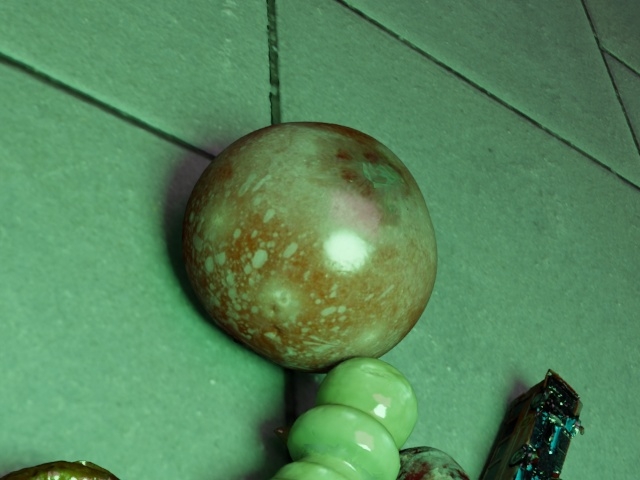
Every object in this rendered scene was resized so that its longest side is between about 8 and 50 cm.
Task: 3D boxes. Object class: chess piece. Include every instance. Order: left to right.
[{"bbox_3d":[0.013,0.205,0.846,0.133,0.133,0.243,42,48,-10],"label":"chess piece"}]

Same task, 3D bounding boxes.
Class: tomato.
[{"bbox_3d":[0.000,0.000,0.976,0.270,0.227,0.270,25,43,-26],"label":"tomato"}]

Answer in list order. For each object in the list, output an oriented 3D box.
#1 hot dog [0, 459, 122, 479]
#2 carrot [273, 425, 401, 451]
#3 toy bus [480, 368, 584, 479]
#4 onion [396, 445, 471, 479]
[{"bbox_3d":[-0.167,0.274,0.646,0.175,0.114,0.259,-4,61,-47],"label":"hot dog"},{"bbox_3d":[0.040,0.230,0.955,0.205,0.072,0.072,26,41,-17],"label":"carrot"},{"bbox_3d":[0.244,0.251,1.114,0.073,0.096,0.235,46,36,-3],"label":"toy bus"},{"bbox_3d":[0.116,0.294,0.880,0.151,0.098,0.206,-4,77,-20],"label":"onion"}]
